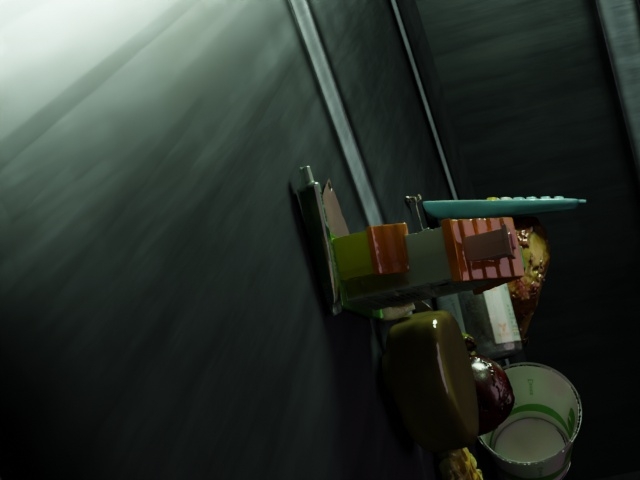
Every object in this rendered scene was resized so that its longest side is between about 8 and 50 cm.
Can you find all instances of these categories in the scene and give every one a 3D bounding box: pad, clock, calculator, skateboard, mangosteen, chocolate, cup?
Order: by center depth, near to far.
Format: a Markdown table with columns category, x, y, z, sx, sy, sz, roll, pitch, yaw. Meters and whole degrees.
| category | x | y | z | sx | sy | sz | roll | pitch | yaw |
| --- | --- | --- | --- | --- | --- | --- | --- | --- | --- |
| clock | 0.163 | 0.030 | 1.495 | 0.220 | 0.255 | 0.106 | 27 | 51 | -70 |
| pad | 0.033 | 0.010 | 1.549 | 0.113 | 0.006 | 0.187 | -72 | 144 | -63 |
| mangosteen | 0.251 | 0.262 | 1.812 | 0.180 | 0.166 | 0.166 | 69 | 11 | 22 |
| chocolate | 0.212 | 0.154 | 2.015 | 0.064 | 0.031 | 0.100 | 37 | -9 | 36 |
| skateboard | 0.212 | -0.060 | 2.277 | 0.064 | 0.032 | 0.083 | -6 | 79 | -66 |
| cup | 0.491 | 0.458 | 2.427 | 0.274 | 0.253 | 0.253 | 70 | 12 | -54 |
| calculator | 0.459 | -0.083 | 2.537 | 0.256 | 0.386 | 0.054 | -1 | 87 | -76 |

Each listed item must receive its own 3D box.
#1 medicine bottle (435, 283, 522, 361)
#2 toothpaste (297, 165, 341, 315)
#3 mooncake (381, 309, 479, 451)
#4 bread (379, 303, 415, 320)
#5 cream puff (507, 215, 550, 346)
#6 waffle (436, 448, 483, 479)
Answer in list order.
| category | x | y | z | sx | sy | sz | roll | pitch | yaw |
| --- | --- | --- | --- | --- | --- | --- | --- | --- | --- |
| medicine bottle | 0.340 | 0.137 | 2.276 | 0.165 | 0.165 | 0.273 | 28 | 50 | -71 |
| toothpaste | 0.000 | 0.000 | 1.378 | 0.049 | 0.031 | 0.204 | -15 | 93 | -76 |
| mooncake | 0.177 | 0.228 | 1.645 | 0.235 | 0.117 | 0.234 | -13 | 90 | -75 |
| bread | 0.113 | 0.086 | 1.661 | 0.035 | 0.070 | 0.083 | 9 | -66 | 63 |
| cream puff | 0.440 | 0.097 | 2.533 | 0.350 | 0.229 | 0.350 | 17 | 90 | -77 |
| waffle | 0.265 | 0.473 | 1.864 | 0.250 | 0.056 | 0.261 | 57 | 24 | -50 |
